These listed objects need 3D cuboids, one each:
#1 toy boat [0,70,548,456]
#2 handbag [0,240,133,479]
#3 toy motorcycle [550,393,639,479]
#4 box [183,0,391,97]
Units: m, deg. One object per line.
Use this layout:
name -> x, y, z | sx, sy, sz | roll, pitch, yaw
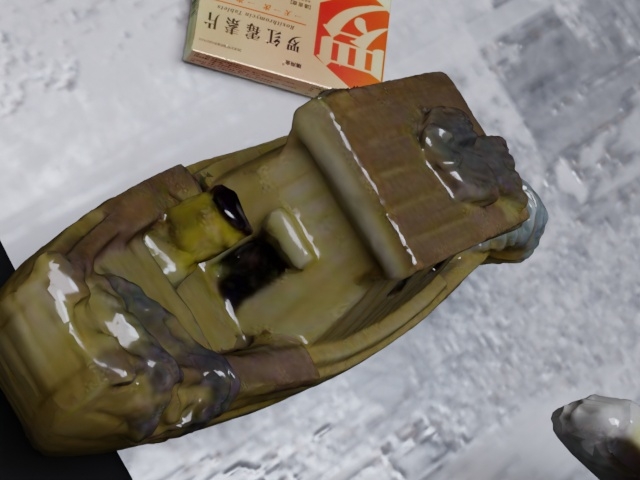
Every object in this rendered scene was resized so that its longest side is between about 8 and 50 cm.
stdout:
toy boat -> 0.000, 0.000, 0.523 | 0.089, 0.121, 0.321 | 61, 28, 5
handbag -> -0.154, 0.156, 0.409 | 0.342, 0.152, 0.288 | 60, 27, 5
toy motorcycle -> 0.222, 0.181, 0.634 | 0.341, 0.108, 0.222 | 31, 72, -19
box -> -0.014, -0.096, 0.677 | 0.093, 0.015, 0.058 | 14, 66, -18
